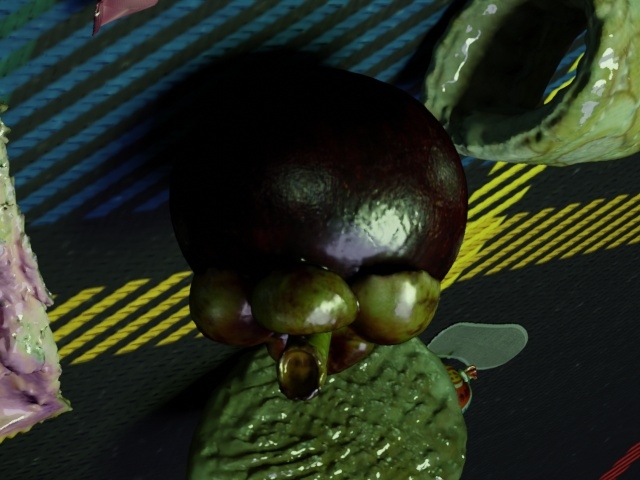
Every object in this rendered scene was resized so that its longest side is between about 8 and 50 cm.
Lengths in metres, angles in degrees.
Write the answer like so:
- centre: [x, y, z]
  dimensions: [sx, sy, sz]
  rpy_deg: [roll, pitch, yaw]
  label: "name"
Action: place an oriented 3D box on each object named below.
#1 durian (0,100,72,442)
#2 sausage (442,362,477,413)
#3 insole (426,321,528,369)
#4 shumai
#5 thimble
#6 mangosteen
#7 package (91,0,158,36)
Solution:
- centre: [-0.250, 0.015, 0.812]
  dimensions: [0.191, 0.112, 0.341]
  rpy_deg: [-17, 143, -12]
  label: "durian"
- centre: [0.059, 0.207, 1.580]
  dimensions: [0.264, 0.083, 0.083]
  rpy_deg: [-32, 155, -11]
  label: "sausage"
- centre: [0.179, 0.116, 1.646]
  dimensions: [0.080, 0.003, 0.232]
  rpy_deg: [-43, 154, 17]
  label: "insole"
- centre: [0.000, 0.213, 1.333]
  dimensions: [0.260, 0.225, 0.222]
  rpy_deg: [-39, 159, -31]
  label: "shumai"
- centre: [0.171, -0.119, 1.056]
  dimensions: [0.143, 0.137, 0.190]
  rpy_deg: [-3, 151, -49]
  label: "thimble"
- centre: [0.000, 0.000, 0.942]
  dimensions: [0.194, 0.230, 0.194]
  rpy_deg: [-3, 155, -1]
  label: "mangosteen"
- centre: [-0.091, -0.148, 0.803]
  dimensions: [0.083, 0.029, 0.059]
  rpy_deg: [-33, 160, -27]
  label: "package"
